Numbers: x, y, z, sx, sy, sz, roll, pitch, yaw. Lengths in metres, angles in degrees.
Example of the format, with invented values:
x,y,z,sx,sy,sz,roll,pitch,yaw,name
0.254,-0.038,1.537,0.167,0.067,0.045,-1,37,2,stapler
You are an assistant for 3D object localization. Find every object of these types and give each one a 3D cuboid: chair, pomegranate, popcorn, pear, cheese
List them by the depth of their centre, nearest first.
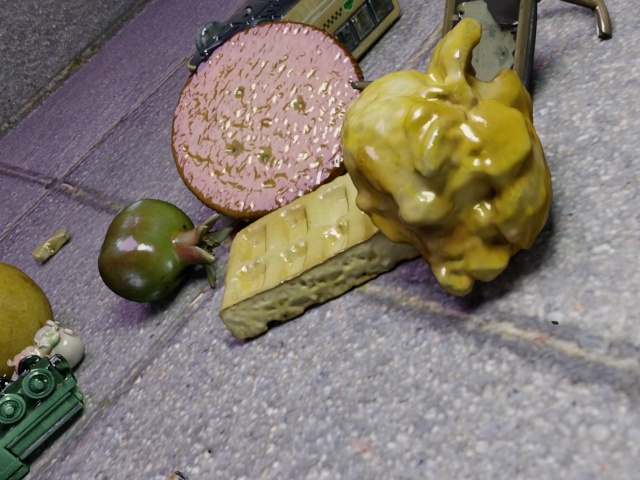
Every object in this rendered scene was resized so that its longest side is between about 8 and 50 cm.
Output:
x,y,z,sx,sy,sz,roll,pitch,yaw,name
0.117,-0.082,0.729,0.190,0.191,0.254,-12,47,21,popcorn
0.199,-0.247,0.932,0.272,0.167,0.188,-3,16,-26,chair
-0.214,0.012,1.060,0.191,0.131,0.152,-9,47,19,pomegranate
-0.533,0.127,1.172,0.208,0.209,0.209,-28,32,19,pear
-0.535,0.011,1.501,0.083,0.030,0.044,-43,23,-19,cheese

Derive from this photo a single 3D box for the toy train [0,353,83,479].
x,y,z,sx,sy,sz,roll,pitch,yaw,name
-0.380,0.225,0.965,0.170,0.111,0.071,-42,31,-13,toy train

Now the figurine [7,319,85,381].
x,y,z,sx,sy,sz,roll,pitch,yaw,name
-0.407,0.184,1.057,0.081,0.098,0.146,8,51,37,figurine

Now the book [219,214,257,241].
x,y,z,sx,sy,sz,roll,pitch,yaw,name
-0.079,-0.069,1.115,0.162,0.022,0.232,-37,30,-1,book

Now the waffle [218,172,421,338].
x,y,z,sx,sy,sz,roll,pitch,yaw,name
0.000,0.000,0.898,0.274,0.057,0.168,-27,32,19,waffle

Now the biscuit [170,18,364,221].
x,y,z,sx,sy,sz,roll,pitch,yaw,name
-0.074,-0.170,1.057,0.305,0.038,0.305,-6,71,19,biscuit

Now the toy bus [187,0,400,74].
x,y,z,sx,sy,sz,roll,pitch,yaw,name
-0.036,-0.348,1.275,0.176,0.202,0.365,17,58,48,toy bus

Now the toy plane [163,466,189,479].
x,y,z,sx,sy,sz,roll,pitch,yaw,name
-0.127,0.255,0.719,0.049,0.031,0.120,-46,32,-23,toy plane
